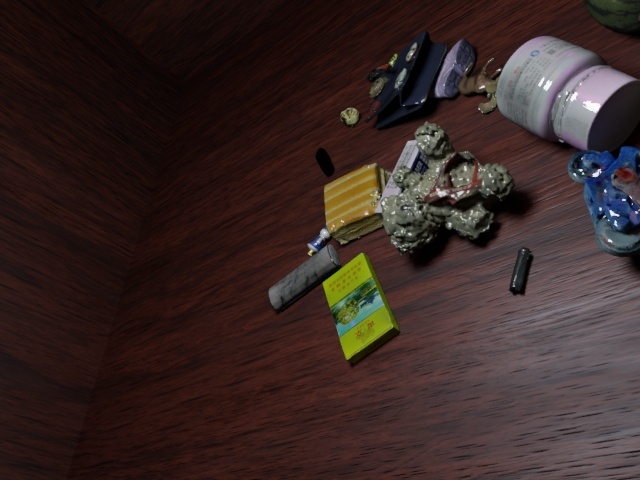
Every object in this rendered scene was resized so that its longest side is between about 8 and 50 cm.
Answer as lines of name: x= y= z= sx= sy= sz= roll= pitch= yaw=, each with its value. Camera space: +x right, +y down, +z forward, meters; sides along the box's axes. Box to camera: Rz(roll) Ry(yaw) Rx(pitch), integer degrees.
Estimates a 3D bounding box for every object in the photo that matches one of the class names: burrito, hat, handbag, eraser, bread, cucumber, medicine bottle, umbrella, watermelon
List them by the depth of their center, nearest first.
umbrella: x=0.531 y=0.078 z=1.482 sx=0.036 sy=0.031 sz=0.133 roll=12 pitch=68 yaw=22
medicine bottle: x=0.673 y=-0.390 z=1.520 sx=0.256 sy=0.256 sz=0.325 roll=-48 pitch=45 yaw=7
watermelon: x=0.879 y=-0.729 z=1.557 sx=0.279 sy=0.279 sz=0.359 roll=-29 pitch=42 yaw=28
eraser: x=0.296 y=-0.184 z=1.858 sx=0.086 sy=0.130 sz=0.287 roll=9 pitch=69 yaw=51
bread: x=0.140 y=-0.133 z=1.995 sx=0.246 sy=0.111 sz=0.239 roll=-26 pitch=47 yaw=27
handbag: x=0.306 y=-0.604 z=2.130 sx=0.329 sy=0.122 sz=0.303 roll=-15 pitch=48 yaw=63
burrito: x=0.015 y=-0.333 z=2.341 sx=0.058 sy=0.045 sz=0.188 roll=-36 pitch=38 yaw=10
hat: x=0.127 y=-0.517 z=2.360 sx=0.076 sy=0.059 sz=0.077 roll=-37 pitch=43 yaw=-5
cucumber: x=0.269 y=-0.726 z=2.384 sx=0.181 sy=0.053 sz=0.053 roll=-14 pitch=51 yaw=41

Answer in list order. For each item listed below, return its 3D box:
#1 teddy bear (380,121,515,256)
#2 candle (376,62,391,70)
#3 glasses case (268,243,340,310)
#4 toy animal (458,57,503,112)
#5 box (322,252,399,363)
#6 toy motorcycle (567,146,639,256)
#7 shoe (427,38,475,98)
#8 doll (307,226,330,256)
teddy bear: x=0.337 y=-0.116 z=1.656 sx=0.367 sy=0.224 sz=0.357 roll=-46 pitch=61 yaw=0
candle: x=0.246 y=-0.673 z=2.171 sx=0.167 sy=0.021 sz=0.026 roll=-120 pitch=46 yaw=-72
glasses case: x=-0.063 y=0.133 z=2.037 sx=0.299 sy=0.060 sz=0.114 roll=-37 pitch=41 yaw=20
toy animal: x=0.555 y=-0.522 z=1.899 sx=0.214 sy=0.094 sz=0.186 roll=7 pitch=61 yaw=57
box: x=0.122 y=0.210 z=1.795 sx=0.187 sy=0.047 sz=0.335 roll=-38 pitch=40 yaw=17
toy motorcycle: x=0.742 y=-0.096 z=1.319 sx=0.182 sy=0.241 sz=0.319 roll=106 pitch=163 yaw=-55
shoe: x=0.472 y=-0.624 z=2.057 sx=0.138 sy=0.095 sz=0.245 roll=5 pitch=66 yaw=57
doll: x=0.000 y=0.000 z=2.076 sx=0.143 sy=0.058 sz=0.099 roll=-52 pitch=-1 yaw=-11
